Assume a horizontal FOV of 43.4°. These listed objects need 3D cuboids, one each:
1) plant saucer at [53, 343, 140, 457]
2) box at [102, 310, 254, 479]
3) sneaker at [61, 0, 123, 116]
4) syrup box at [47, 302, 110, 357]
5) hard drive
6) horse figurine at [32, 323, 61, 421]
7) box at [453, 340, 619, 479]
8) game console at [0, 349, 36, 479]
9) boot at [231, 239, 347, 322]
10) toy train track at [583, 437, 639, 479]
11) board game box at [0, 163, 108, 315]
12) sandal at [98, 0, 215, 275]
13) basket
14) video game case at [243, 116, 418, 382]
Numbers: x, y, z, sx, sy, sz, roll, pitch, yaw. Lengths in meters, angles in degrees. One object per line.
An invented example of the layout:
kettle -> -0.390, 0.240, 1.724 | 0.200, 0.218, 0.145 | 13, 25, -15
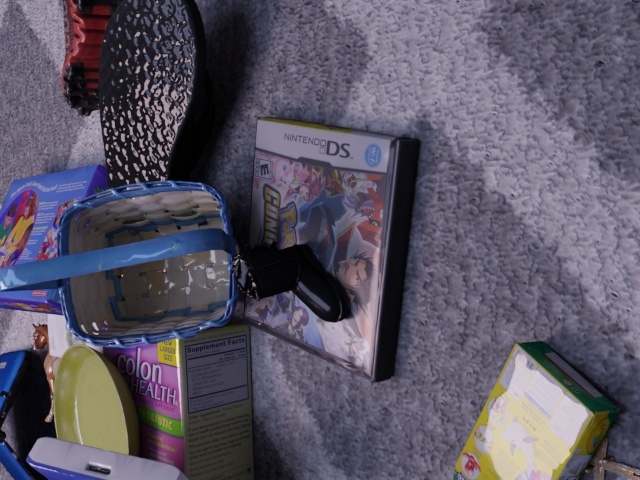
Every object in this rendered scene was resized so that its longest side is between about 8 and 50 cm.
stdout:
plant saucer -> -0.322, 0.267, 1.169 | 0.241, 0.037, 0.241 | 8, 101, 48
box -> -0.207, 0.234, 1.153 | 0.213, 0.117, 0.243 | 4, 96, 47
sneaker -> -0.363, -0.336, 1.287 | 0.135, 0.097, 0.276 | -114, 33, -43
syrup box -> -0.357, 0.150, 1.323 | 0.236, 0.096, 0.093 | -1, 91, 49
hard drive -> -0.202, 0.357, 1.022 | 0.210, 0.040, 0.319 | 4, 142, 26
horse figurine -> -0.465, 0.255, 1.469 | 0.263, 0.066, 0.175 | 7, 93, 55
box -> 0.194, 0.197, 0.758 | 0.105, 0.043, 0.179 | 47, 124, 45
game console -> -0.603, 0.371, 1.633 | 0.293, 0.173, 0.250 | -15, 51, 58
boot -> -0.038, 0.051, 0.911 | 0.121, 0.099, 0.045 | 55, 132, 28
toy train track -> 0.263, 0.204, 0.713 | 0.083, 0.014, 0.048 | 10, 101, 46
board game box -> -0.468, 0.003, 1.375 | 0.347, 0.078, 0.234 | -1, 67, 48
sandal -> -0.225, -0.153, 1.139 | 0.167, 0.107, 0.446 | 28, 128, 20
basket -> -0.223, 0.029, 0.992 | 0.254, 0.289, 0.201 | -9, 90, 3
video game case -> 0.000, 0.000, 0.964 | 0.248, 0.035, 0.275 | 17, 106, 45
